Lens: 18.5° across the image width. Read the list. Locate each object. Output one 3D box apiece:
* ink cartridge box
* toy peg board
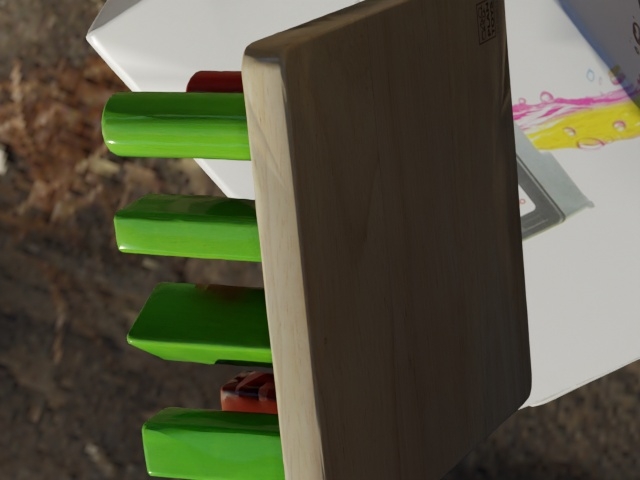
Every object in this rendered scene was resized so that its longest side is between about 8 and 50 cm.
[{"bbox_3d":[0.073,-0.088,0.923,0.197,0.198,0.270,-28,115,32],"label":"ink cartridge box"},{"bbox_3d":[0.000,0.000,0.650,0.079,0.160,0.161,3,107,28],"label":"toy peg board"}]
